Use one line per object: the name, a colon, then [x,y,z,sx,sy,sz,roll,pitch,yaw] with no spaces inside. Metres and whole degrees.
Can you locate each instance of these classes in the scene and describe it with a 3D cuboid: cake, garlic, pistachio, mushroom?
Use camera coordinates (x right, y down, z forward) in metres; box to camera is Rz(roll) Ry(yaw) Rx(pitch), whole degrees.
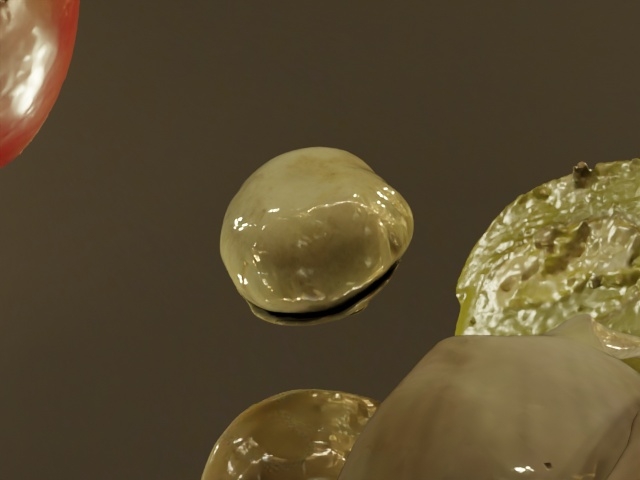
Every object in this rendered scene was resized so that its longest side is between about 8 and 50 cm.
cake: [0.239,0.044,1.390,0.156,0.260,0.179,44,-124,-38]
garlic: [0.131,0.139,0.572,0.246,0.231,0.340,11,-124,-27]
pistachio: [0.007,0.193,1.325,0.223,0.126,0.152,8,-97,-35]
mushroom: [0.000,0.000,1.292,0.154,0.154,0.122,-30,-55,-6]

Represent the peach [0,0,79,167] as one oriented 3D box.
peach: [-0.188,-0.125,0.674,0.190,0.196,0.226,21,-45,22]
